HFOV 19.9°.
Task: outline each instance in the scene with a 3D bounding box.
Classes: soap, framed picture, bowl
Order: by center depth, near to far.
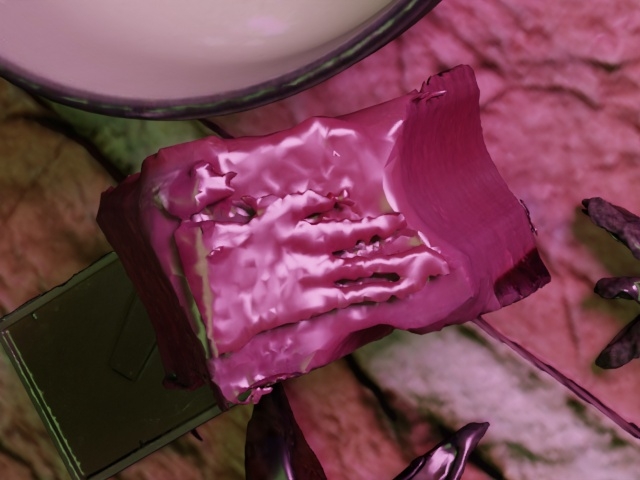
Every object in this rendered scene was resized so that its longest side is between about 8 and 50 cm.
[{"bbox_3d":[0.000,0.000,0.817,0.182,0.289,0.112,-20,91,20],"label":"soap"},{"bbox_3d":[-0.039,-0.234,0.866,0.353,0.185,0.354,2,95,18],"label":"bowl"},{"bbox_3d":[-0.099,0.059,1.003,0.149,0.011,0.109,-30,85,18],"label":"framed picture"}]

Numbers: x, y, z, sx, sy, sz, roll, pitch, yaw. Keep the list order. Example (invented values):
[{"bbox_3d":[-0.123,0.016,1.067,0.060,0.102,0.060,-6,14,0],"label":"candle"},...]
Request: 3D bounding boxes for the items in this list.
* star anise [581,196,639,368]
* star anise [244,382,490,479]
[{"bbox_3d":[0.187,0.020,0.886,0.141,0.042,0.141,2,96,18],"label":"star anise"},{"bbox_3d":[-0.004,0.201,0.935,0.272,0.102,0.272,1,95,16],"label":"star anise"}]
